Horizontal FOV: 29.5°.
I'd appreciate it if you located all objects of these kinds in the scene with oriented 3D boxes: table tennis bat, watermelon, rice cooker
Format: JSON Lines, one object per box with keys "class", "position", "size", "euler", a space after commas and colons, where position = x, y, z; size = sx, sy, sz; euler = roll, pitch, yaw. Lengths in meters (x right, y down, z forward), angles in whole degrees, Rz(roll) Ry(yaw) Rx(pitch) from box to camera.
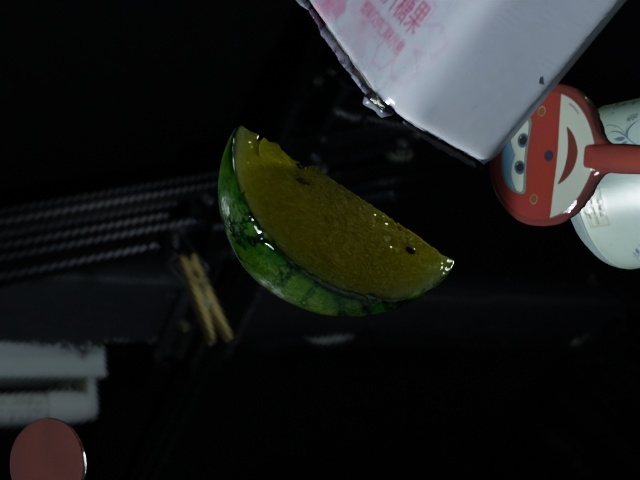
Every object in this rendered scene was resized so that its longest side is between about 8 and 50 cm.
{"class": "table tennis bat", "position": [0.170, -0.056, 0.806], "size": [0.019, 0.155, 0.098], "euler": [5, -87, -39]}
{"class": "table tennis bat", "position": [-0.308, 0.281, 1.402], "size": [0.095, 0.158, 0.014], "euler": [-25, -22, 8]}
{"class": "watermelon", "position": [-0.001, 0.004, 0.827], "size": [0.181, 0.075, 0.092], "euler": [34, -91, -9]}
{"class": "rice cooker", "position": [0.508, -0.090, 1.698], "size": [0.264, 0.316, 0.316], "euler": [8, -61, -42]}

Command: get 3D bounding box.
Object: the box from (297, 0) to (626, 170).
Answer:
{"class": "box", "position": [0.137, -0.232, 0.704], "size": [0.112, 0.190, 0.369], "euler": [26, -68, -35]}
